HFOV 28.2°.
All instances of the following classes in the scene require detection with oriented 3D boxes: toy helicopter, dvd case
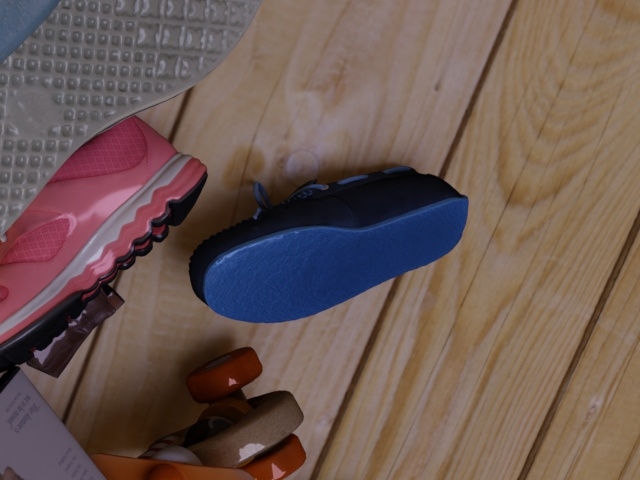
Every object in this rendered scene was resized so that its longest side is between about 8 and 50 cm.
[{"bbox_3d":[-0.180,0.250,1.299,0.355,0.235,0.140,-26,96,-3],"label":"toy helicopter"},{"bbox_3d":[-0.223,0.245,1.117,0.022,0.180,0.253,-32,102,13],"label":"dvd case"}]

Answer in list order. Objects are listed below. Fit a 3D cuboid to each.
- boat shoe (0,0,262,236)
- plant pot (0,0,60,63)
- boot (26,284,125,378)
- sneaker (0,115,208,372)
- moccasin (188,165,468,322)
[{"bbox_3d":[-0.236,-0.159,1.102,0.500,0.156,0.187,-47,128,-22],"label":"boat shoe"},{"bbox_3d":[-0.312,-0.264,0.945,0.252,0.248,0.247,-44,130,-31],"label":"plant pot"},{"bbox_3d":[-0.264,0.075,1.265,0.114,0.037,0.106,-46,127,-2],"label":"boot"},{"bbox_3d":[-0.255,0.001,1.188,0.136,0.116,0.314,45,72,5],"label":"sneaker"},{"bbox_3d":[0.000,0.000,1.364,0.342,0.117,0.138,-11,130,-36],"label":"moccasin"}]
